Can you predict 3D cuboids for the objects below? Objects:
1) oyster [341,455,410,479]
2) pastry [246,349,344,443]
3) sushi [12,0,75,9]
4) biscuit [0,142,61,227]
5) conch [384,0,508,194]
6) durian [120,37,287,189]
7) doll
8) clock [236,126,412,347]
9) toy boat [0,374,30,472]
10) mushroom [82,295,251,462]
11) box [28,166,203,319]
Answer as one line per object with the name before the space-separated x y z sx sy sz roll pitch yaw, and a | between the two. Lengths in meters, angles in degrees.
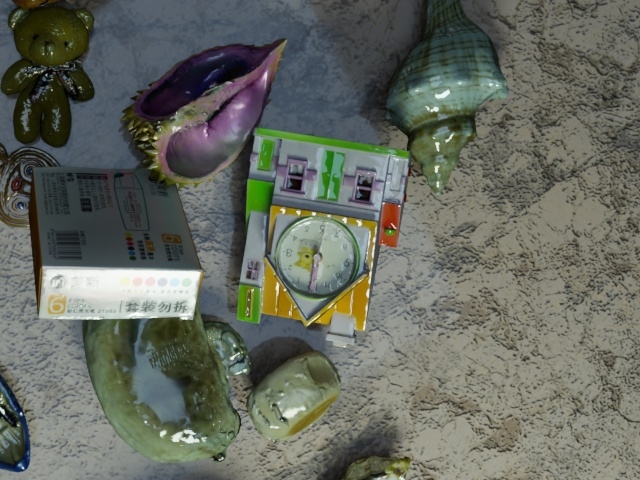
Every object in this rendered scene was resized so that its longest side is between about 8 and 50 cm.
oyster | 0.051 0.427 1.690 0.133 0.072 0.209 15 109 -18
pastry | -0.039 0.240 1.623 0.166 0.166 0.088 -34 72 -9
sushi | -0.359 -0.470 1.522 0.167 0.179 0.296 11 98 -24
biscuit | -0.467 -0.087 1.580 0.175 0.026 0.124 16 88 -12
conch | 0.212 -0.262 1.650 0.203 0.169 0.386 14 93 -41
durian | -0.177 -0.180 1.576 0.260 0.154 0.186 -25 113 -33
doll | -0.400 -0.243 1.557 0.137 0.097 0.209 1 97 -17
clock | 0.000 0.000 1.592 0.235 0.166 0.309 9 93 7
toy boat | -0.516 0.233 1.535 0.114 0.115 0.262 -42 100 -7
mushroom | -0.231 0.177 1.580 0.247 0.130 0.344 -7 95 0
box | -0.295 -0.003 1.488 0.221 0.274 0.091 3 123 -18
